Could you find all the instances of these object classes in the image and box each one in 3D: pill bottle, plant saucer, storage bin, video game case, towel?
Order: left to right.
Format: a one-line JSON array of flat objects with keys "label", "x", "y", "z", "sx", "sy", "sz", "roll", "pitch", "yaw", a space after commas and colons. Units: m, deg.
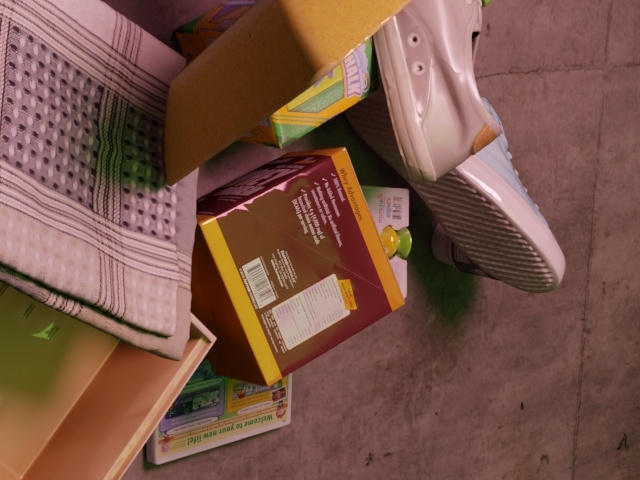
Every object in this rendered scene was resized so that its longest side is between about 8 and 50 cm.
[{"label": "storage bin", "x": -0.279, "y": 0.115, "z": 1.247, "sx": 0.260, "sy": 0.123, "sz": 0.262, "roll": -57, "pitch": 134, "yaw": -20}, {"label": "towel", "x": -0.205, "y": -0.078, "z": 1.168, "sx": 0.324, "sy": 0.056, "sz": 0.312, "roll": 36, "pitch": 46, "yaw": -54}, {"label": "video game case", "x": -0.113, "y": 0.144, "z": 1.498, "sx": 0.212, "sy": 0.023, "sz": 0.193, "roll": -10, "pitch": 107, "yaw": -45}, {"label": "plant saucer", "x": 0.007, "y": -0.213, "z": 1.161, "sx": 0.081, "sy": 0.332, "sz": 0.333, "roll": 51, "pitch": 60, "yaw": -9}, {"label": "pill bottle", "x": 0.220, "y": 0.010, "z": 1.720, "sx": 0.078, "sy": 0.137, "sz": 0.078, "roll": -13, "pitch": 109, "yaw": -42}]

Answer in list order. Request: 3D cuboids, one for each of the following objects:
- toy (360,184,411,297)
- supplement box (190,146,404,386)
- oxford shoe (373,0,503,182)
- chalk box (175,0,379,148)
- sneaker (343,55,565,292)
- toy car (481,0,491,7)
[{"label": "toy", "x": 0.000, "y": 0.000, "z": 1.542, "sx": 0.237, "sy": 0.056, "sz": 0.137, "roll": 2, "pitch": 89, "yaw": -31}, {"label": "supplement box", "x": -0.046, "y": 0.025, "z": 1.406, "sx": 0.194, "sy": 0.129, "sz": 0.191, "roll": -29, "pitch": 105, "yaw": -27}, {"label": "oxford shoe", "x": 0.110, "y": -0.291, "z": 1.446, "sx": 0.169, "sy": 0.130, "sz": 0.449, "roll": 13, "pitch": 64, "yaw": -82}, {"label": "chalk box", "x": -0.027, "y": -0.209, "z": 1.413, "sx": 0.213, "sy": 0.132, "sz": 0.132, "roll": -35, "pitch": 124, "yaw": -34}, {"label": "sneaker", "x": 0.196, "y": -0.101, "z": 1.591, "sx": 0.366, "sy": 0.135, "sz": 0.150, "roll": 48, "pitch": 61, "yaw": -12}, {"label": "toy car", "x": 0.176, "y": -0.376, "z": 1.635, "sx": 0.225, "sy": 0.053, "sz": 0.239, "roll": 38, "pitch": 73, "yaw": -44}]
